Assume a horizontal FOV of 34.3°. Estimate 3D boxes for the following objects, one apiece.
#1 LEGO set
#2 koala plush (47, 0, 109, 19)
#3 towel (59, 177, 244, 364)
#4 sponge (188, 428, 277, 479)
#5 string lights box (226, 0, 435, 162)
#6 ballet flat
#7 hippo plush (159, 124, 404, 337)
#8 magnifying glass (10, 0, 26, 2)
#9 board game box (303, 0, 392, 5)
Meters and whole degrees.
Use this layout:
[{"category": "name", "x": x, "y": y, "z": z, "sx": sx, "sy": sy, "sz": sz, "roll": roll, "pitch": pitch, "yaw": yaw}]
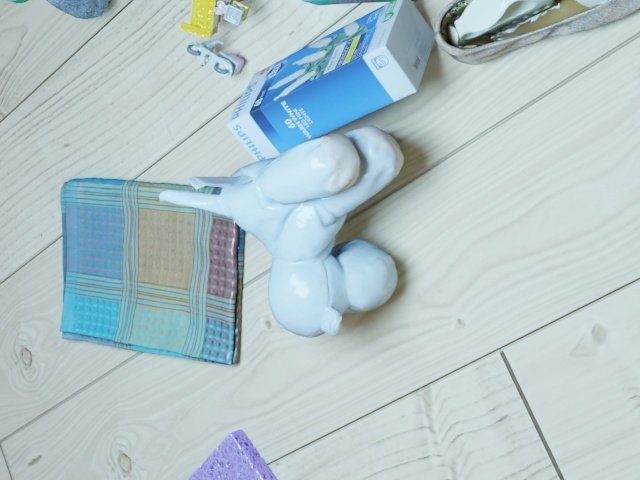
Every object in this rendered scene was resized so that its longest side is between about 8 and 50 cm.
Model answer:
[{"category": "LEGO set", "x": -0.103, "y": -0.372, "z": 1.445, "sx": 0.132, "sy": 0.107, "sz": 0.287, "roll": 36, "pitch": 125, "yaw": -3}, {"category": "koala plush", "x": -0.428, "y": -0.458, "z": 1.624, "sx": 0.221, "sy": 0.196, "sz": 0.203, "roll": 15, "pitch": 110, "yaw": 30}, {"category": "towel", "x": -0.273, "y": 0.042, "z": 1.621, "sx": 0.370, "sy": 0.040, "sz": 0.271, "roll": 5, "pitch": 95, "yaw": 34}, {"category": "sponge", "x": -0.153, "y": 0.391, "z": 1.555, "sx": 0.210, "sy": 0.031, "sz": 0.117, "roll": -49, "pitch": 66, "yaw": 26}, {"category": "string lights box", "x": 0.013, "y": -0.206, "z": 1.350, "sx": 0.259, "sy": 0.133, "sz": 0.077, "roll": -21, "pitch": 121, "yaw": 33}, {"category": "ballet flat", "x": 0.267, "y": -0.284, "z": 1.193, "sx": 0.316, "sy": 0.106, "sz": 0.107, "roll": -24, "pitch": 77, "yaw": 33}, {"category": "hippo plush", "x": 0.000, "y": 0.000, "z": 1.300, "sx": 0.234, "sy": 0.294, "sz": 0.237, "roll": -14, "pitch": 93, "yaw": 61}, {"category": "magnifying glass", "x": -0.575, "y": -0.465, "z": 1.819, "sx": 0.231, "sy": 0.026, "sz": 0.092, "roll": 10, "pitch": 97, "yaw": 35}, {"category": "board game box", "x": 0.055, "y": -0.421, "z": 1.370, "sx": 0.160, "sy": 0.047, "sz": 0.210, "roll": 6, "pitch": 96, "yaw": 35}]
